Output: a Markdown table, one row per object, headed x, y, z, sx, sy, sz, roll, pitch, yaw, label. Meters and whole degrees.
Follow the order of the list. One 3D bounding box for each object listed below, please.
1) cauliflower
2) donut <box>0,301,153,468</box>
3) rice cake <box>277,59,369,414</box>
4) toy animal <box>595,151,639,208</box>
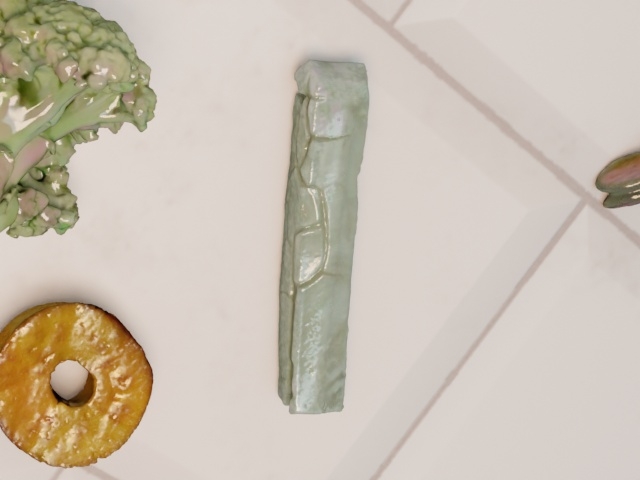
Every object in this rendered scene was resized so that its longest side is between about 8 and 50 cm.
| x | y | z | sx | sy | sz | roll | pitch | yaw | label |
| --- | --- | --- | --- | --- | --- | --- | --- | --- | --- |
| -0.265 | -0.076 | 0.860 | 0.256 | 0.239 | 0.315 | 21 | 55 | -21 | cauliflower |
| -0.226 | 0.123 | 1.030 | 0.151 | 0.058 | 0.152 | -8 | 105 | -31 | donut |
| 0.000 | 0.000 | 1.081 | 0.066 | 0.063 | 0.336 | -5 | 106 | -26 | rice cake |
| 0.407 | -0.078 | 1.168 | 0.236 | 0.108 | 0.138 | -32 | 114 | -6 | toy animal |
